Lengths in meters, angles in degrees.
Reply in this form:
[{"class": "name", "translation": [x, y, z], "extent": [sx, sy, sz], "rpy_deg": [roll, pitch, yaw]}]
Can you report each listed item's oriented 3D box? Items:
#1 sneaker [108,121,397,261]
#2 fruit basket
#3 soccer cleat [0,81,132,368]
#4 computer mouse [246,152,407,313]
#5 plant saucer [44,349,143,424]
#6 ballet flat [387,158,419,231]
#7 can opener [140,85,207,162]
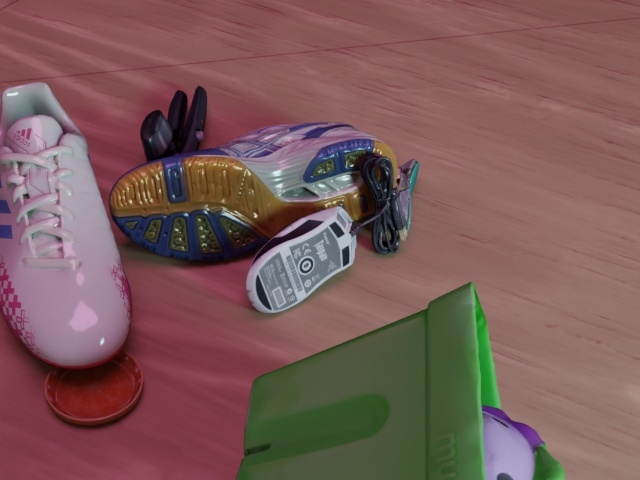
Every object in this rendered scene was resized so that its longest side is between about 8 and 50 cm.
[{"class": "sneaker", "translation": [-0.074, -0.060, 1.002], "extent": [0.297, 0.111, 0.131], "rpy_deg": [-8, 26, -16]}, {"class": "fruit basket", "translation": [0.140, 0.234, 0.577], "extent": [0.392, 0.282, 0.392], "rpy_deg": [-11, 40, 9]}, {"class": "soccer cleat", "translation": [-0.258, -0.026, 0.893], "extent": [0.116, 0.143, 0.331], "rpy_deg": [-13, 43, -16]}, {"class": "computer mouse", "translation": [0.000, 0.000, 0.939], "extent": [0.193, 0.106, 0.042], "rpy_deg": [-31, 33, -22]}, {"class": "plant saucer", "translation": [-0.196, 0.127, 0.830], "extent": [0.084, 0.013, 0.083], "rpy_deg": [3, 41, -2]}, {"class": "ballet flat", "translation": [0.083, -0.053, 1.033], "extent": [0.041, 0.041, 0.114], "rpy_deg": [9, 43, 5]}, {"class": "can opener", "translation": [-0.156, -0.129, 1.089], "extent": [0.059, 0.073, 0.186], "rpy_deg": [1, 32, 8]}]
